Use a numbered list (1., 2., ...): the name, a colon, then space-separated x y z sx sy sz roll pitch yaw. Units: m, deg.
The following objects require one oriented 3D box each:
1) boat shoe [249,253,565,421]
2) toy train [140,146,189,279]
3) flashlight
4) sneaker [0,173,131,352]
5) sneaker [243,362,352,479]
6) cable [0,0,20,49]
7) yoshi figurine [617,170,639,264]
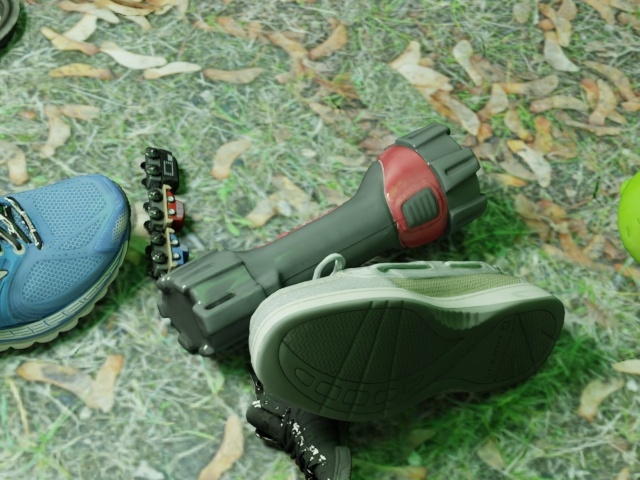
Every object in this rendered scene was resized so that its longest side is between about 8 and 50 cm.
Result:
1. boat shoe: 0.061 0.067 1.604 0.320 0.118 0.103 -6 33 -40
2. toy train: -0.138 -0.023 1.746 0.036 0.027 0.158 8 45 -17
3. flashlight: 0.000 0.000 1.704 0.304 0.103 0.103 -27 61 -24
4. sneaker: -0.296 0.018 1.599 0.330 0.147 0.130 -26 56 -29
5. sneaker: -0.021 0.153 1.585 0.089 0.051 0.170 9 41 -5
6. cable: -0.347 -0.155 1.802 0.139 0.072 0.287 31 50 12
7. yoshi figurine: 0.373 -0.075 1.778 0.203 0.203 0.362 7 47 20
